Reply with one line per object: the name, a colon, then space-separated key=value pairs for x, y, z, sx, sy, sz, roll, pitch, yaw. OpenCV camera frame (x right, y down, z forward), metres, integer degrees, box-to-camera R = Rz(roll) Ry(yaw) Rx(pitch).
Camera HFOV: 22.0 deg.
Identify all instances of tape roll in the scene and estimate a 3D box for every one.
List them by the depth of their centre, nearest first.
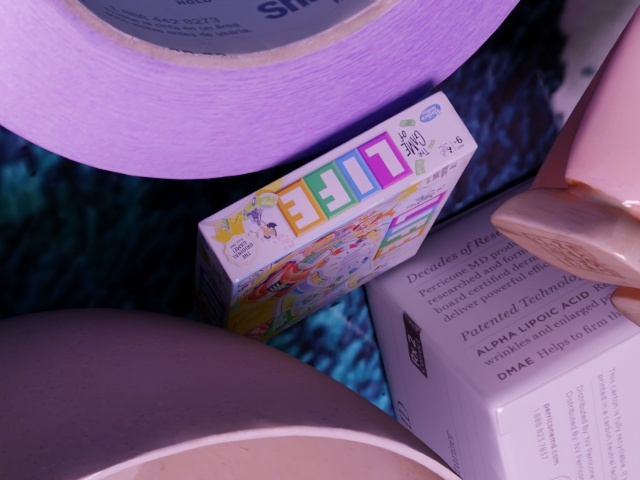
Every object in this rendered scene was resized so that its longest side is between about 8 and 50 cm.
tape roll: x=-0.034 y=-0.161 z=0.547 sx=0.275 sy=0.090 sz=0.275 roll=-17 pitch=128 yaw=-23

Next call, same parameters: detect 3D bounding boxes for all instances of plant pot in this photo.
plant pot: x=-0.096 y=0.137 z=0.637 sx=0.284 sy=0.191 sz=0.284 roll=-16 pitch=126 yaw=-23

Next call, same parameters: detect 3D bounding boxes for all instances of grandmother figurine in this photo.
grandmother figurine: x=0.187 y=-0.134 z=0.649 sx=0.208 sy=0.104 sz=0.342 roll=34 pitch=80 yaw=-36

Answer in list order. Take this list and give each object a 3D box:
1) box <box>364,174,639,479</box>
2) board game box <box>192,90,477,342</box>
box: x=0.137 y=0.067 z=0.783 sx=0.182 sy=0.119 sz=0.181 roll=-27 pitch=130 yaw=-14
board game box: x=0.000 y=0.000 z=0.656 sx=0.103 sy=0.026 sz=0.154 roll=-30 pitch=169 yaw=-12
